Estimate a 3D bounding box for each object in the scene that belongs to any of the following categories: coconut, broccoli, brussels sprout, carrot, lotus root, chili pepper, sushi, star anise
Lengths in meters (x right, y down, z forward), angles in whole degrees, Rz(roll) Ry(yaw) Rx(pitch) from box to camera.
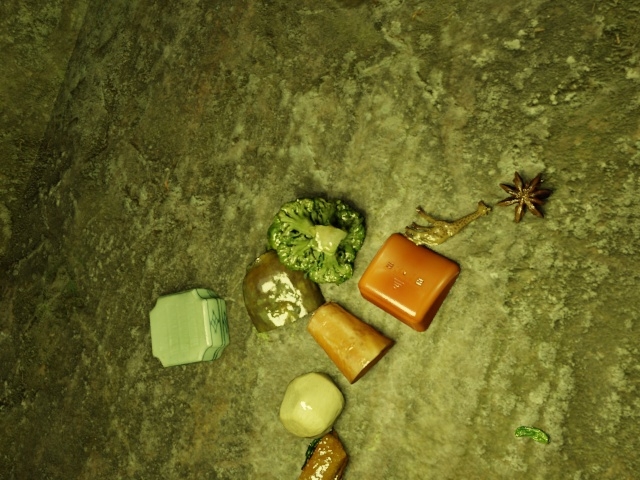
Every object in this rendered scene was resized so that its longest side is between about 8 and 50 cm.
[{"bbox_3d":[-0.026,0.533,1.372,0.225,0.224,0.223,-3,81,23],"label":"coconut"},{"bbox_3d":[0.000,0.000,1.378,0.322,0.283,0.303,4,90,-8],"label":"broccoli"},{"bbox_3d":[-0.138,0.003,1.549,0.139,0.100,0.180,16,84,9],"label":"brussels sprout"},{"bbox_3d":[0.085,0.314,1.358,0.254,0.196,0.196,42,99,24],"label":"carrot"},{"bbox_3d":[-0.160,0.165,1.471,0.267,0.149,0.260,-24,92,15],"label":"lotus root"},{"bbox_3d":[0.605,0.555,1.188,0.091,0.030,0.034,6,110,26],"label":"chili pepper"},{"bbox_3d":[-0.009,0.757,1.354,0.140,0.149,0.287,23,71,34],"label":"sushi"},{"bbox_3d":[0.619,-0.133,1.263,0.168,0.057,0.167,-4,80,22],"label":"star anise"}]

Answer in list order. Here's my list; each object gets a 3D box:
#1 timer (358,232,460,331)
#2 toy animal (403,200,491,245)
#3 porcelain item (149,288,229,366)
[{"bbox_3d":[0.282,0.123,1.348,0.258,0.161,0.249,30,80,24],"label":"timer"},{"bbox_3d":[0.404,-0.052,1.336,0.276,0.054,0.148,-7,54,24],"label":"toy animal"},{"bbox_3d":[-0.507,0.340,1.620,0.282,0.157,0.285,-16,76,18],"label":"porcelain item"}]
